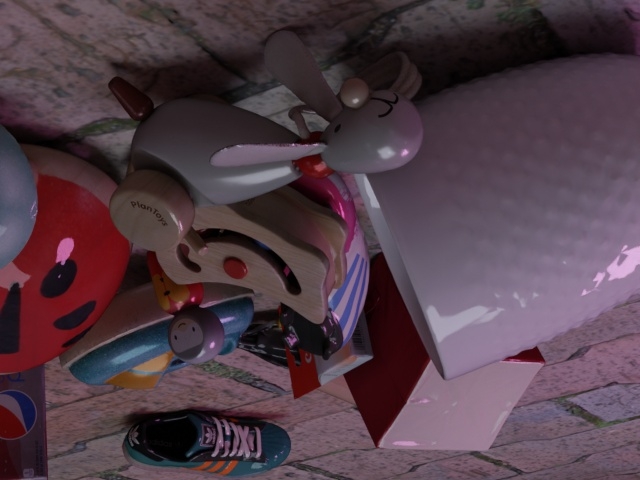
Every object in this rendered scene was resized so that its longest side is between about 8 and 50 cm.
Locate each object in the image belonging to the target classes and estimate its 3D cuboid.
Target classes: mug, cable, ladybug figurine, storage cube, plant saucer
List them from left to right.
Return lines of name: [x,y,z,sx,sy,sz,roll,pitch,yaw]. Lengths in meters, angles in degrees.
plant saucer: [-0.379,-0.044,1.474,0.194,0.195,0.037,-12,-163,14]
ladybug figurine: [-0.362,0.034,1.685,0.305,0.162,0.449,-1,157,-13]
cable: [-0.098,0.129,2.164,0.287,0.072,0.139,13,152,-17]
storage cube: [0.153,0.154,2.013,0.215,0.193,0.184,5,130,-30]
mug: [0.229,-0.031,1.552,0.328,0.276,0.374,-22,162,-1]

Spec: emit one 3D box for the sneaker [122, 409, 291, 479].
sneaker: [-0.190,0.357,2.605,0.302,0.108,0.121,1,161,-16]

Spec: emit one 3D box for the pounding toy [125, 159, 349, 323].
pounding toy: [-0.109,0.016,1.652,0.269,0.155,0.154,29,135,0]

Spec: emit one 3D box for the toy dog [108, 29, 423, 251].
toy dog: [-0.075,-0.116,1.410,0.333,0.220,0.161,-24,122,20]

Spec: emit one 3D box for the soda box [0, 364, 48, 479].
soda box: [-0.403,0.193,1.928,0.092,0.263,0.083,-2,158,-10]

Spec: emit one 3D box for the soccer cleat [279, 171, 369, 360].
soccer cleat: [0.000,0.000,1.806,0.116,0.143,0.331,18,141,16]

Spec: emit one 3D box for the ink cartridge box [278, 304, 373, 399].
ink cartridge box: [-0.009,0.119,2.015,0.045,0.145,0.179,8,152,-40]

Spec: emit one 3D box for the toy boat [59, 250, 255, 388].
toy boat: [-0.191,0.114,1.873,0.267,0.148,0.318,-19,168,-18]

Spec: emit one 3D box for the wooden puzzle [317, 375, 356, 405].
wooden puzzle: [0.099,0.152,2.194,0.238,0.044,0.221,-40,148,13]
